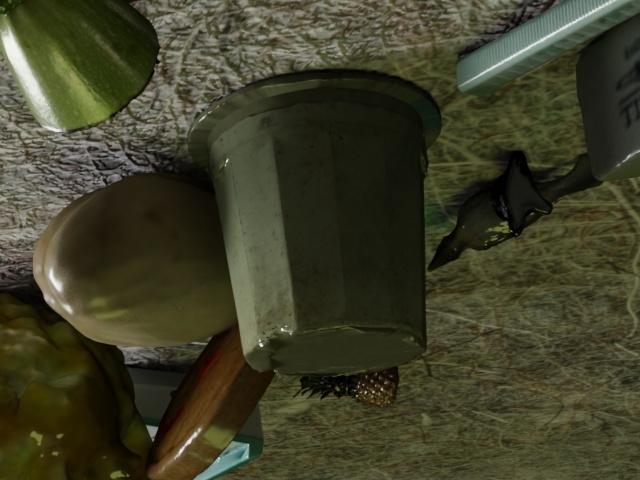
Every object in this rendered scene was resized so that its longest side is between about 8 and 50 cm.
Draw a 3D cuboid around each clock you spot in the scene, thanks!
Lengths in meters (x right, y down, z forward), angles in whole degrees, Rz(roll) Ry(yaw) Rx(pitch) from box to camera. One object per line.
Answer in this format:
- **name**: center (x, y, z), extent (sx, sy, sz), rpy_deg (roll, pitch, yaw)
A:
- **clock**: center (-0.227, 0.226, 1.926), extent (0.231, 0.116, 0.262), rpy_deg (14, 150, -30)

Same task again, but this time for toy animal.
- **toy animal**: center (0.160, -0.019, 1.456), extent (0.105, 0.070, 0.202), rpy_deg (-12, 163, -40)

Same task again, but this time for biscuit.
- **biscuit**: center (-0.085, 0.116, 1.505), extent (0.049, 0.257, 0.273), rpy_deg (35, 164, -9)

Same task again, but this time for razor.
- **razor**: center (0.186, -0.162, 1.115), extent (0.111, 0.056, 0.278), rpy_deg (6, 155, -31)

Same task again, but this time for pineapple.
- **pineapple**: center (0.031, 0.169, 1.925), extent (0.124, 0.058, 0.058), rpy_deg (5, 159, 6)

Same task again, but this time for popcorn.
- **popcorn**: center (-0.314, 0.198, 1.591), extent (0.274, 0.279, 0.335), rpy_deg (-19, 171, 11)

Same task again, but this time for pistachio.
- **pistachio**: center (-0.141, 0.017, 1.374), extent (0.238, 0.138, 0.153), rpy_deg (11, 120, -52)

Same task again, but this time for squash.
- **squash**: center (-0.178, -0.150, 1.041), extent (0.105, 0.105, 0.132), rpy_deg (-15, 138, 21)

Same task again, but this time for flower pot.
- **flower pot**: center (0.000, 0.000, 1.291), extent (0.212, 0.202, 0.212), rpy_deg (-3, 161, -1)

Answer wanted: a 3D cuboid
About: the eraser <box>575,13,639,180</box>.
- **eraser**: center (0.309, -0.152, 1.097), extent (0.077, 0.111, 0.352), rpy_deg (8, 155, -27)
